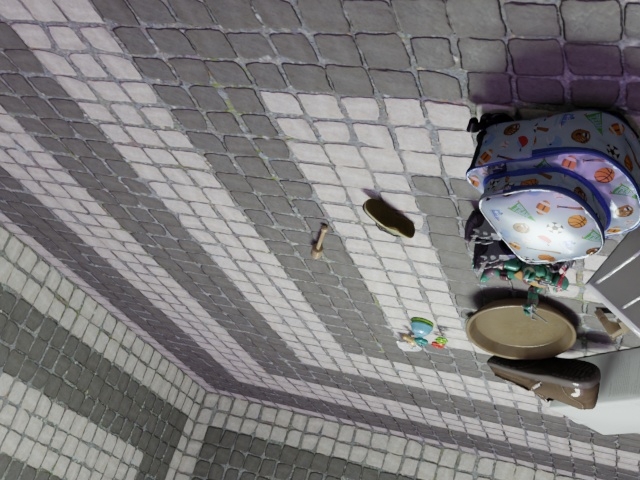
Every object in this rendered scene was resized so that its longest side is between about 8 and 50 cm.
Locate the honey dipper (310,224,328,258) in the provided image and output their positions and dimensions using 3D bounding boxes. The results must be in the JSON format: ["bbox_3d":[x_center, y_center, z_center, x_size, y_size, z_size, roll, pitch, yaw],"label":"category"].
[{"bbox_3d":[0.000,0.000,2.106,0.030,0.030,0.161,19,152,0],"label":"honey dipper"}]

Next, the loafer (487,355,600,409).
[{"bbox_3d":[0.594,0.380,2.241,0.366,0.134,0.130,11,120,60],"label":"loafer"}]

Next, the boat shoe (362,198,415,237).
[{"bbox_3d":[0.146,-0.042,1.863,0.152,0.056,0.049,33,148,-29],"label":"boat shoe"}]

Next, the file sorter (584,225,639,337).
[{"bbox_3d":[0.664,0.089,1.476,0.277,0.193,0.173,44,153,7],"label":"file sorter"}]

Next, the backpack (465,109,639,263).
[{"bbox_3d":[0.404,-0.095,1.388,0.263,0.213,0.276,-17,136,38],"label":"backpack"}]

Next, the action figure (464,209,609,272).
[{"bbox_3d":[0.443,-0.002,1.684,0.285,0.099,0.185,-3,140,33],"label":"action figure"}]

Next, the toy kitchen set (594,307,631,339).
[{"bbox_3d":[0.699,0.175,1.958,0.083,0.075,0.068,-33,141,11],"label":"toy kitchen set"}]

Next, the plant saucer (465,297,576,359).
[{"bbox_3d":[0.514,0.226,2.136,0.278,0.041,0.278,9,145,6],"label":"plant saucer"}]

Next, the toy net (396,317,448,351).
[{"bbox_3d":[0.304,0.295,2.504,0.122,0.045,0.232,19,158,-4],"label":"toy net"}]

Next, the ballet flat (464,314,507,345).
[{"bbox_3d":[0.474,0.247,2.257,0.168,0.057,0.052,18,146,1],"label":"ballet flat"}]

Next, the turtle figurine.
[{"bbox_3d":[0.459,0.087,1.840,0.234,0.118,0.175,21,147,36],"label":"turtle figurine"}]

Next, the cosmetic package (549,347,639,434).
[{"bbox_3d":[0.827,0.406,2.218,0.217,0.156,0.385,28,156,-20],"label":"cosmetic package"}]
